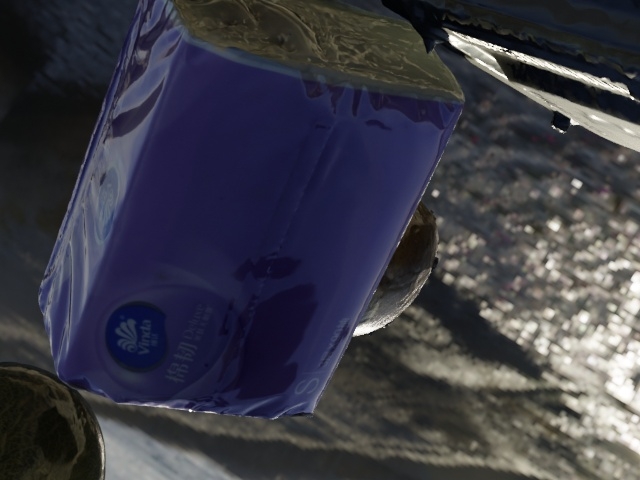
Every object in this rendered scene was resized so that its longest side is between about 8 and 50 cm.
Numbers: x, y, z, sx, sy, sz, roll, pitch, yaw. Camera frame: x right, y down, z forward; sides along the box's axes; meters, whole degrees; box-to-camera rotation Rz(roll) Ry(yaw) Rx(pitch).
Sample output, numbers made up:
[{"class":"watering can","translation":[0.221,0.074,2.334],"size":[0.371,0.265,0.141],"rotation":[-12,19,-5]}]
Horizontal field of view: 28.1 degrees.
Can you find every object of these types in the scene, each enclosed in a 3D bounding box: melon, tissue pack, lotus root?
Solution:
[{"class":"melon","translation":[-0.382,0.291,1.493],"size":[0.249,0.329,0.248],"rotation":[7,127,9]},{"class":"tissue pack","translation":[-0.062,-0.031,1.023],"size":[0.242,0.338,0.160],"rotation":[8,-146,-26]},{"class":"lotus root","translation":[0.000,0.000,1.499],"size":[0.272,0.272,0.192],"rotation":[33,-173,7]}]

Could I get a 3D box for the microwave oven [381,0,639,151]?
[{"class":"microwave oven","translation":[0.240,-0.158,0.812],"size":[0.286,0.218,0.355],"rotation":[21,-173,-36]}]
